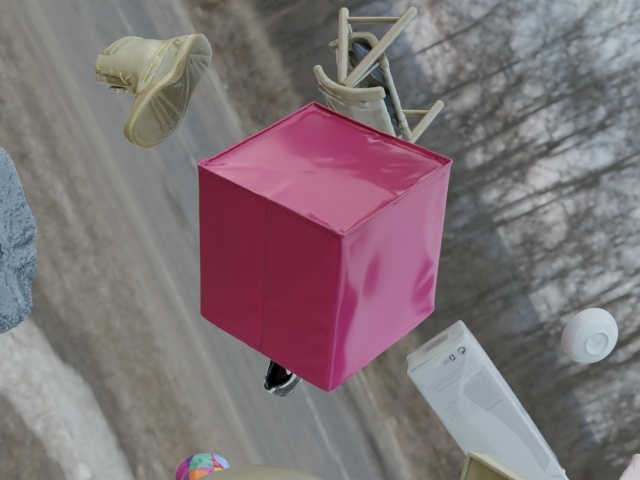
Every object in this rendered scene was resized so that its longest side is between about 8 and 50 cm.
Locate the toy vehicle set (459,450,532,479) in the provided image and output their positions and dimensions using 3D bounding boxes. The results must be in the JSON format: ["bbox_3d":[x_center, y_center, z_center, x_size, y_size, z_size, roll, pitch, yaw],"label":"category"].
[{"bbox_3d":[0.245,0.465,1.747,0.035,0.267,0.166,11,7,-30],"label":"toy vehicle set"}]

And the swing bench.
[{"bbox_3d":[0.102,-0.262,2.216,0.253,0.165,0.255,69,33,-44],"label":"swing bench"}]

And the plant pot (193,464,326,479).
[{"bbox_3d":[-0.096,0.365,1.259,0.191,0.284,0.284,43,23,-57],"label":"plant pot"}]

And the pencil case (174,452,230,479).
[{"bbox_3d":[-0.166,0.439,1.844,0.104,0.104,0.236,59,3,-36],"label":"pencil case"}]

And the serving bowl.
[{"bbox_3d":[0.376,0.136,1.630,0.083,0.083,0.027,60,-3,-28],"label":"serving bowl"}]

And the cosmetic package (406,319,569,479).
[{"bbox_3d":[0.350,0.376,2.500,0.385,0.156,0.217,56,6,-1],"label":"cosmetic package"}]

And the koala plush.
[{"bbox_3d":[-0.451,0.021,1.337,0.196,0.221,0.203,-49,125,-52],"label":"koala plush"}]

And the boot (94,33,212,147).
[{"bbox_3d":[-0.339,-0.281,2.177,0.262,0.203,0.095,-65,145,-27],"label":"boot"}]

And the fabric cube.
[{"bbox_3d":[0.000,0.000,1.635,0.259,0.254,0.258,27,-48,31],"label":"fabric cube"}]

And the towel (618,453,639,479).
[{"bbox_3d":[0.519,0.520,1.707,0.331,0.317,0.053,35,-30,11],"label":"towel"}]

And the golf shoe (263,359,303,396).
[{"bbox_3d":[-0.037,0.199,2.131,0.077,0.198,0.094,31,7,16],"label":"golf shoe"}]
